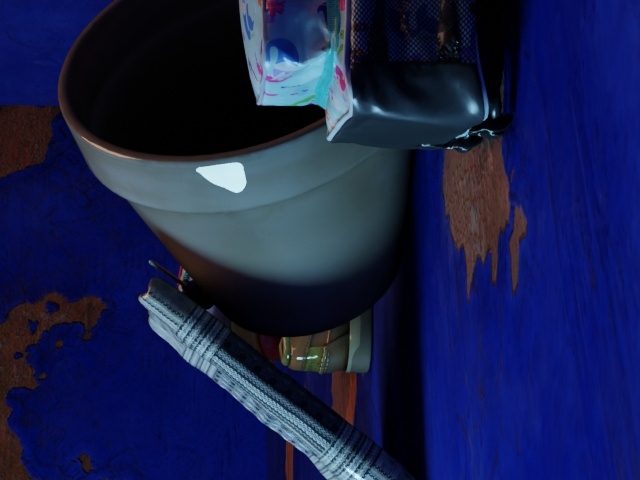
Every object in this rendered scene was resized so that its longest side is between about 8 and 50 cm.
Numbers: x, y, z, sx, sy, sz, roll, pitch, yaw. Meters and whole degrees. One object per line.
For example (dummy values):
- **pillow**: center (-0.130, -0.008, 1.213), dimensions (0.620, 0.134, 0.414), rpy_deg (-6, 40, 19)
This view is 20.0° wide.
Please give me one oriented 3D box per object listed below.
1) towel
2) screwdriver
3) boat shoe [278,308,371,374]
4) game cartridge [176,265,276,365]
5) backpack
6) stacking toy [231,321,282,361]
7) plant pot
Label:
- **towel**: center (-0.051, 0.152, 1.721), dimensions (0.056, 0.312, 0.324), rpy_deg (-52, 0, -6)
- **screwdriver**: center (-0.130, 0.036, 1.708), dimensions (0.025, 0.024, 0.170), rpy_deg (-52, -20, -7)
- **boat shoe**: center (0.000, 0.000, 2.040), dimensions (0.110, 0.104, 0.307), rpy_deg (100, 169, -63)
- **game cartridge**: center (-0.094, -0.020, 2.237), dimensions (0.230, 0.068, 0.355), rpy_deg (31, -115, -62)
- **backpack**: center (0.038, -0.198, 1.245), dimensions (0.225, 0.191, 0.253), rpy_deg (144, 132, -85)
- **stacking toy**: center (0.008, 0.000, 2.249), dimensions (0.279, 0.130, 0.309), rpy_deg (-4, -82, -69)
- **plant pot**: center (-0.042, -0.074, 1.662), dimensions (0.323, 0.323, 0.280), rpy_deg (-95, -10, -48)
